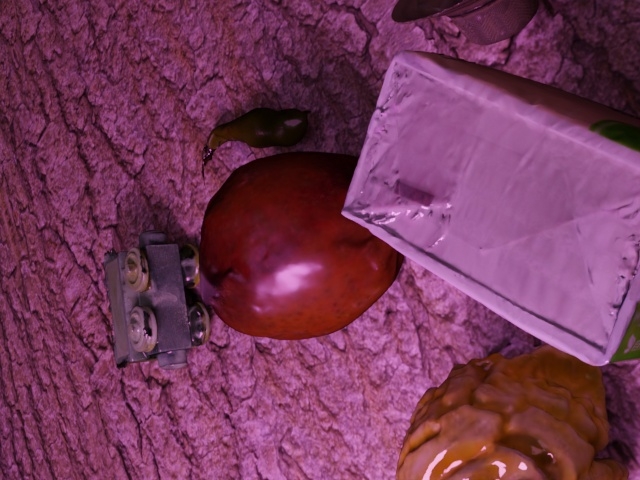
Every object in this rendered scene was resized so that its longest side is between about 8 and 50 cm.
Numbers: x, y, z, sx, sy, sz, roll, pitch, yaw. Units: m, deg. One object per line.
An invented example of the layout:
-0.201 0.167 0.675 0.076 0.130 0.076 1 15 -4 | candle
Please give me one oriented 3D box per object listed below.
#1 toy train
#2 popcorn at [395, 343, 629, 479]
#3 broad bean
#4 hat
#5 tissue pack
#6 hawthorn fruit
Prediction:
-0.320 0.119 1.660 0.188 0.159 0.271 -23 74 52 | toy train
0.233 0.286 1.048 0.293 0.237 0.293 3 114 6 | popcorn
-0.119 -0.185 1.529 0.318 0.056 0.098 -18 83 49 | broad bean
0.228 -0.322 1.136 0.252 0.252 0.110 -12 123 44 | hat
0.281 -0.034 0.888 0.332 0.405 0.205 32 108 40 | tissue pack
-0.019 0.010 1.271 0.325 0.308 0.308 14 100 33 | hawthorn fruit
